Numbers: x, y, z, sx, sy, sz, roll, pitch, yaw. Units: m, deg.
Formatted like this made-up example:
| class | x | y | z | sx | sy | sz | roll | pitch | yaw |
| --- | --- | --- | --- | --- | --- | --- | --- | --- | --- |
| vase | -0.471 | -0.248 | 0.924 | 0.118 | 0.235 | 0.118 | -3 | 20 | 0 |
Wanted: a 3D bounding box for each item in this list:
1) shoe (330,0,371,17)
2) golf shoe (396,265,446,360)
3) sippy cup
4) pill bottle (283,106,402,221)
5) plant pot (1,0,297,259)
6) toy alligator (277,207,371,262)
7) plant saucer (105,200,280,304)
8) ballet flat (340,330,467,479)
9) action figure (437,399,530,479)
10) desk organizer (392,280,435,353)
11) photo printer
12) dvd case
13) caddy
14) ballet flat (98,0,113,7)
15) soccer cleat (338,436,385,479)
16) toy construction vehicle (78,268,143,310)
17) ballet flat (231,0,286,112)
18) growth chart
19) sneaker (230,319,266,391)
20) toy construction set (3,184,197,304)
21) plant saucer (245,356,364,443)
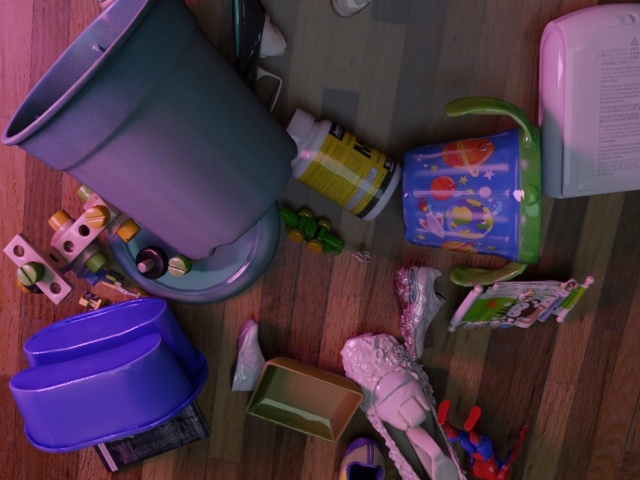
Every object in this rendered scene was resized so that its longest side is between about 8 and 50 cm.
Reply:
| class | x | y | z | sx | sy | sz | roll | pitch | yaw |
| --- | --- | --- | --- | --- | --- | --- | --- | --- | --- |
| shoe | 0.089 | -0.458 | 1.494 | 0.076 | 0.058 | 0.219 | 34 | 105 | -11 |
| golf shoe | 0.186 | 0.129 | 1.641 | 0.086 | 0.069 | 0.176 | -7 | 109 | -10 |
| sippy cup | 0.252 | -0.075 | 1.550 | 0.224 | 0.240 | 0.305 | 0 | 87 | 11 |
| pill bottle | 0.024 | -0.131 | 1.570 | 0.208 | 0.119 | 0.119 | 30 | 105 | -11 |
| plant pot | -0.235 | -0.166 | 1.391 | 0.341 | 0.341 | 0.334 | -40 | 116 | 12 |
| toy alligator | 0.000 | 0.000 | 1.652 | 0.190 | 0.056 | 0.051 | 29 | 148 | -11 |
| plant saucer | -0.230 | -0.025 | 1.644 | 0.318 | 0.043 | 0.317 | 0 | 109 | -1 |
| ballet flat | 0.181 | 0.347 | 1.721 | 0.147 | 0.147 | 0.409 | -26 | 108 | 8 |
| action figure | 0.311 | 0.359 | 1.732 | 0.091 | 0.139 | 0.280 | 8 | 145 | 33 |
| desk organizer | 0.172 | 0.137 | 1.699 | 0.050 | 0.047 | 0.130 | -13 | 108 | 1 |
| photo printer | 0.485 | -0.234 | 1.525 | 0.256 | 0.107 | 0.307 | -7 | 106 | -13 |
| dvd case | -0.344 | 0.344 | 1.776 | 0.221 | 0.018 | 0.164 | -21 | 108 | 5 |
| caddy | -0.371 | 0.246 | 1.621 | 0.341 | 0.241 | 0.179 | -15 | 117 | 5 |
| ballet flat | -0.286 | -0.421 | 1.506 | 0.168 | 0.057 | 0.052 | -35 | 115 | 11 |
| soccer cleat | 0.065 | 0.519 | 1.784 | 0.093 | 0.121 | 0.289 | 8 | 108 | -4 |
| toy construction vehicle | -0.385 | 0.104 | 1.687 | 0.098 | 0.035 | 0.086 | 28 | 106 | -9 |
| ballet flat | -0.110 | -0.297 | 1.536 | 0.096 | 0.095 | 0.280 | 2 | 119 | -12 |
| growth chart | 0.356 | 0.118 | 1.663 | 0.237 | 0.021 | 0.172 | -3 | 145 | -9 |
| sneaker | -0.129 | 0.215 | 1.723 | 0.061 | 0.053 | 0.152 | 7 | 114 | -13 |
| toy construction set | -0.400 | -0.043 | 1.502 | 0.257 | 0.237 | 0.308 | -15 | 98 | 24 |
| plant saucer | -0.028 | 0.287 | 1.712 | 0.188 | 0.045 | 0.188 | 20 | 137 | -4 |
